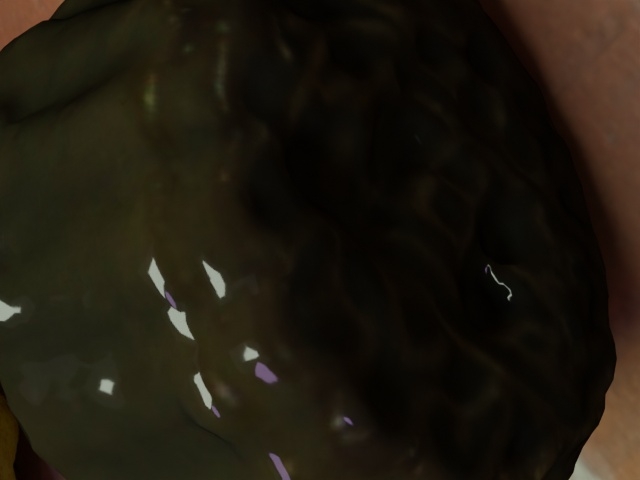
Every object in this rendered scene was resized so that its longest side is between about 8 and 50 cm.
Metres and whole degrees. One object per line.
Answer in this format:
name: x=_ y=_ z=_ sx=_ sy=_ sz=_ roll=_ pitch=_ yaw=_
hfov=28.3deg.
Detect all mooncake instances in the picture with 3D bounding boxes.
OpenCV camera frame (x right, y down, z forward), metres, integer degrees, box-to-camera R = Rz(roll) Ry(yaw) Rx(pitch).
mooncake: x=0.000 y=0.000 z=0.423 sx=0.124 sy=0.228 sz=0.228 roll=-23 pitch=91 yaw=34

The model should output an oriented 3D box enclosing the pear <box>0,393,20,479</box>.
pear: x=-0.266 y=0.140 z=0.704 sx=0.209 sy=0.209 sz=0.209 roll=14 pitch=114 yaw=34
